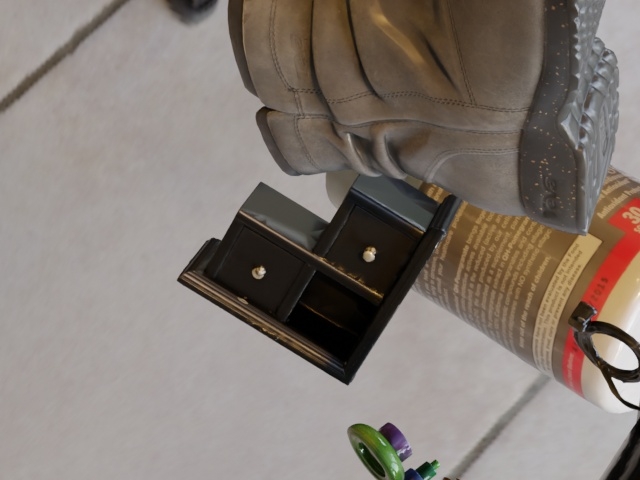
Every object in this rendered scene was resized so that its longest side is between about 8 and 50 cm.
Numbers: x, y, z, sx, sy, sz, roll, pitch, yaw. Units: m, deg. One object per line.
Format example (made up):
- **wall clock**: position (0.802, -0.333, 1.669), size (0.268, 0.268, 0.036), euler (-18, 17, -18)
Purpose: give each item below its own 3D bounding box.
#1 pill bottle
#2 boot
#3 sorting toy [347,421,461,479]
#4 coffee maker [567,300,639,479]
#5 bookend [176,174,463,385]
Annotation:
- **pill bottle**: position (0.162, -0.008, 1.474), size (0.318, 0.176, 0.176), euler (33, 67, 29)
- **boot**: position (0.048, -0.135, 0.976), size (0.223, 0.338, 0.118), euler (12, 48, 17)
- **sorting toy**: position (0.063, 0.150, 1.138), size (0.042, 0.061, 0.102), euler (-36, 79, -16)
- **coffee maker**: position (0.139, 0.156, 0.818), size (0.171, 0.120, 0.178), euler (33, 72, 26)
- **bookend**: position (0.000, 0.000, 1.351), size (0.156, 0.157, 0.072), euler (32, 28, 0)
